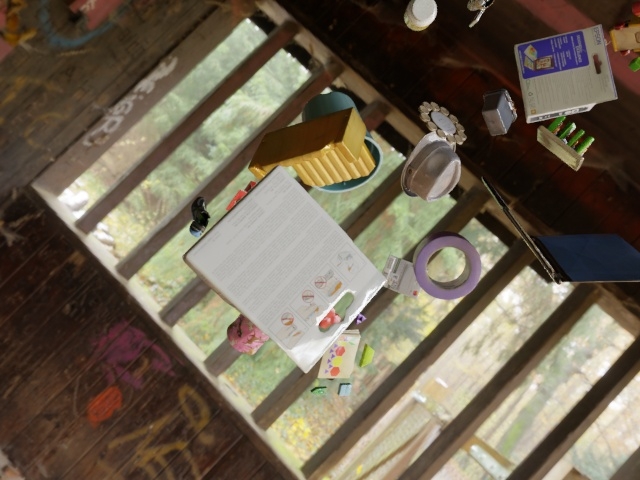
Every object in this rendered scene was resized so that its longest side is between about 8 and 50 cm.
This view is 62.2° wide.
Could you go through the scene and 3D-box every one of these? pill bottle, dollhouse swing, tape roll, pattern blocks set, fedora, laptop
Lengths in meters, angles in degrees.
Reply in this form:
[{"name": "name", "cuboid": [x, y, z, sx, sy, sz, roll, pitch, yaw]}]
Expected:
[{"name": "pill bottle", "cuboid": [0.396, -0.902, 2.099, 0.117, 0.117, 0.208, 45, 13, -7]}, {"name": "dollhouse swing", "cuboid": [-0.002, -0.248, 1.841, 0.315, 0.346, 0.305, -74, 145, -46]}, {"name": "tape roll", "cuboid": [0.365, 0.072, 1.541, 0.189, 0.189, 0.080, 45, 11, -5]}, {"name": "pattern blocks set", "cuboid": [0.065, 0.400, 1.881, 0.285, 0.325, 0.026, 18, 6, -30]}, {"name": "fedora", "cuboid": [0.417, -0.245, 1.908, 0.243, 0.275, 0.124, -1, 40, -41]}, {"name": "laptop", "cuboid": [0.692, -0.050, 1.501, 0.408, 0.236, 0.382, 51, 18, -9]}]

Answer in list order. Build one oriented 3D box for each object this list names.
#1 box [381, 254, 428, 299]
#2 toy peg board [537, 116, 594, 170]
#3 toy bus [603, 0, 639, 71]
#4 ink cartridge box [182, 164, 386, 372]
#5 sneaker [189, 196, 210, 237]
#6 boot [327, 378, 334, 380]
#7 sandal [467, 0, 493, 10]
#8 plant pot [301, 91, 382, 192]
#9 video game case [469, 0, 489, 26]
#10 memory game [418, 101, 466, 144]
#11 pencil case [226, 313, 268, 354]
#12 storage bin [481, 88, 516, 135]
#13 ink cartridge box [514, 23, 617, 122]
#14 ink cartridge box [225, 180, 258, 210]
[{"name": "box", "cuboid": [0.368, 0.163, 2.368, 0.186, 0.145, 0.038, 21, -2, 9]}, {"name": "toy peg board", "cuboid": [0.764, -0.309, 1.646, 0.161, 0.079, 0.160, 46, 13, 18]}, {"name": "toy bus", "cuboid": [0.927, -0.606, 1.519, 0.202, 0.104, 0.191, 35, -20, 7]}, {"name": "ink cartridge box", "cuboid": [-0.077, 0.065, 1.248, 0.385, 0.308, 0.091, 46, -18, -9]}, {"name": "sneaker", "cuboid": [-0.436, -0.092, 1.957, 0.067, 0.078, 0.188, 40, 29, -37]}, {"name": "boot", "cuboid": [0.084, 0.460, 2.149, 0.077, 0.198, 0.137, 37, 40, 4]}, {"name": "sandal", "cuboid": [0.497, -0.737, 1.597, 0.060, 0.090, 0.219, 43, 9, 2]}, {"name": "plant pot", "cuboid": [0.065, -0.442, 2.307, 0.341, 0.341, 0.334, 50, 22, -50]}, {"name": "video game case", "cuboid": [0.616, -0.882, 2.030, 0.011, 0.122, 0.087, 31, 7, -4]}, {"name": "memory game", "cuboid": [0.386, -0.372, 1.682, 0.186, 0.012, 0.186, 20, 45, -21]}, {"name": "pencil case", "cuboid": [-0.235, 0.299, 2.159, 0.160, 0.386, 0.167, 31, 29, -14]}, {"name": "storage bin", "cuboid": [0.601, -0.424, 1.787, 0.098, 0.091, 0.135, -2, -41, 40]}, {"name": "ink cartridge box", "cuboid": [0.615, -0.420, 1.345, 0.045, 0.208, 0.206, 24, 59, -68]}, {"name": "ink cartridge box", "cuboid": [-0.245, -0.149, 2.102, 0.231, 0.134, 0.078, 19, 44, -29]}]
